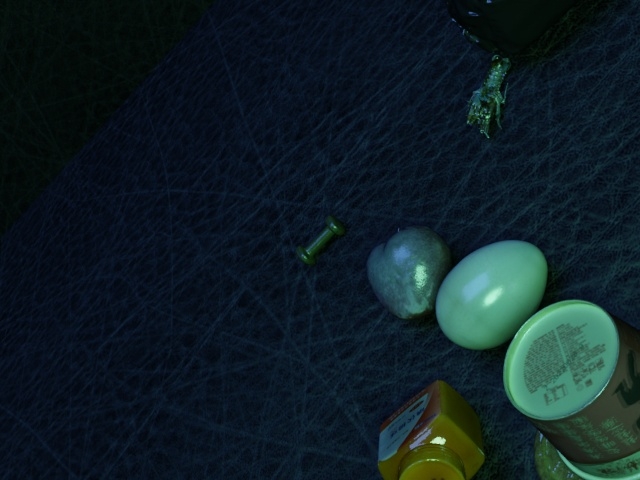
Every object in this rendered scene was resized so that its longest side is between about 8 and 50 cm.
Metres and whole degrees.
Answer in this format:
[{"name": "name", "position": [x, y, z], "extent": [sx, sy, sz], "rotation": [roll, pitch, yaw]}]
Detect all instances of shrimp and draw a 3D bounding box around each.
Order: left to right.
[{"name": "shrimp", "position": [0.332, -0.274, 1.953], "extent": [0.076, 0.082, 0.174], "rotation": [90, -157, -66]}]

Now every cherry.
[{"name": "cherry", "position": [0.169, 0.057, 1.826], "extent": [0.176, 0.140, 0.176], "rotation": [-3, 86, 43]}]

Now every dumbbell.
[{"name": "dumbbell", "position": [0.000, 0.000, 2.151], "extent": [0.118, 0.046, 0.052], "rotation": [-45, 42, 17]}]

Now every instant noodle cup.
[{"name": "instant noodle cup", "position": [0.377, 0.198, 1.389], "extent": [0.234, 0.178, 0.235], "rotation": [-30, 40, 30]}]

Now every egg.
[{"name": "egg", "position": [0.284, 0.087, 1.651], "extent": [0.209, 0.151, 0.151], "rotation": [-43, 37, 7]}]

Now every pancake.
[{"name": "pancake", "position": [0.391, 0.296, 1.473], "extent": [0.199, 0.021, 0.199], "rotation": [-32, 43, 34]}]

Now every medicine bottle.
[{"name": "medicine bottle", "position": [0.171, 0.331, 1.559], "extent": [0.149, 0.112, 0.222], "rotation": [-42, 9, 14]}]

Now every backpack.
[{"name": "backpack", "position": [0.373, -0.585, 1.960], "extent": [0.363, 0.255, 0.446], "rotation": [-39, 45, 16]}]
